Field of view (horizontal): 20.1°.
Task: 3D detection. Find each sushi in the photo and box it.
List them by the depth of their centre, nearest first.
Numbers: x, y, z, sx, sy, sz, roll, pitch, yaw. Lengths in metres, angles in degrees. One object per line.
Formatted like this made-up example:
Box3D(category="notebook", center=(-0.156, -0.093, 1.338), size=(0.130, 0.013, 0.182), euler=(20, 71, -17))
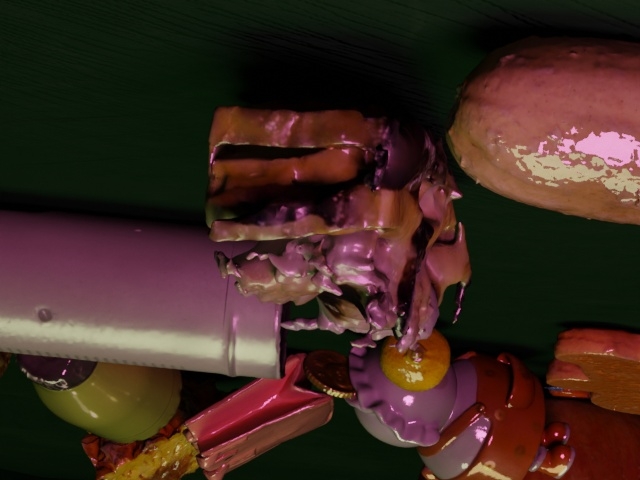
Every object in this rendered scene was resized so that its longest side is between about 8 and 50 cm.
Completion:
Box3D(category="sushi", center=(0.001, -0.007, 0.969), size=(0.139, 0.131, 0.291), euler=(2, 175, 12))

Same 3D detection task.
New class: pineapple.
Box3D(category="pineapple", center=(-0.180, 0.176, 2.014), size=(0.140, 0.164, 0.250), euler=(-39, 156, 14))

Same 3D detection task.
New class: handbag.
Box3D(category="handbag", center=(-0.063, 0.190, 1.886), size=(0.157, 0.059, 0.212), euler=(-29, 168, -5))

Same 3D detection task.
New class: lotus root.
Box3D(category="lotus root", center=(0.148, -0.045, 0.821), size=(0.183, 0.077, 0.090), euler=(8, 167, -11))

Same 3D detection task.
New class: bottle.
Box3D(category="bottle", center=(-0.212, 0.121, 1.692), size=(0.112, 0.112, 0.260), euler=(4, 167, 12))

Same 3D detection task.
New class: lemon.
Box3D(category="lemon", center=(0.083, 0.101, 1.567), size=(0.062, 0.062, 0.083), euler=(6, 174, 4))

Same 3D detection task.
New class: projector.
Box3D(category="projector", center=(-0.187, 0.032, 1.283), size=(0.338, 0.108, 0.108), euler=(6, 168, 3))

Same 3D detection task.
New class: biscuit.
Box3D(category="biscuit", center=(0.281, 0.113, 1.585), size=(0.166, 0.036, 0.250), euler=(4, 164, 13))

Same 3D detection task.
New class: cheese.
Box3D(category="cheese", center=(0.264, 0.151, 1.806), size=(0.047, 0.017, 0.111), euler=(2, 174, 43))

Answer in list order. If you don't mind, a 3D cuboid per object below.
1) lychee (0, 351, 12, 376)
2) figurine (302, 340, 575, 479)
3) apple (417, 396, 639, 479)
Box3D(category="lychee", center=(-0.332, 0.075, 1.458), size=(0.171, 0.171, 0.171), euler=(6, 168, 1))
Box3D(category="figurine", center=(0.108, 0.159, 1.667), size=(0.271, 0.143, 0.143), euler=(8, 168, -11))
Box3D(category="apple", center=(0.243, 0.268, 1.873), size=(0.277, 0.250, 0.309), euler=(-7, -156, -36))
